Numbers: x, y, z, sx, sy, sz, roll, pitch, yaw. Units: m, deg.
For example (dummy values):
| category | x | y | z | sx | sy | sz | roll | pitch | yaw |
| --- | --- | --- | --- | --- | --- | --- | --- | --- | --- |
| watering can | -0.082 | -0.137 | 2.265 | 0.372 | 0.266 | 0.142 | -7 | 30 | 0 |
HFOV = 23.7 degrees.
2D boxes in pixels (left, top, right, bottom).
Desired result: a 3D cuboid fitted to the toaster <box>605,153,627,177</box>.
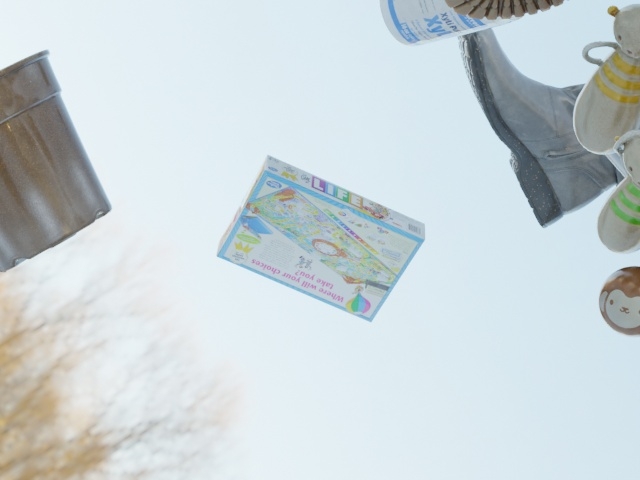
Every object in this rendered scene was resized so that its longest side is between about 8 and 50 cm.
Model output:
| category | x | y | z | sx | sy | sz | roll | pitch | yaw |
| --- | --- | --- | --- | --- | --- | --- | --- | --- | --- |
| toaster | 0.367 | -0.133 | 1.471 | 0.110 | 0.168 | 0.185 | 41 | -19 | -26 |

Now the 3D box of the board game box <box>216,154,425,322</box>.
| category | x | y | z | sx | sy | sz | roll | pitch | yaw |
| --- | --- | --- | --- | --- | --- | --- | --- | --- | --- |
| board game box | 0.000 | 0.000 | 1.329 | 0.154 | 0.026 | 0.103 | 24 | -58 | -12 |

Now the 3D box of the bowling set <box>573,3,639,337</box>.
| category | x | y | z | sx | sy | sz | roll | pitch | yaw |
| --- | --- | --- | --- | --- | --- | --- | --- | --- | --- |
| bowling set | 0.294 | -0.023 | 1.127 | 0.287 | 0.200 | 0.154 | 26 | -33 | 10 |

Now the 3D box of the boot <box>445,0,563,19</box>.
| category | x | y | z | sx | sy | sz | roll | pitch | yaw |
| --- | --- | --- | --- | --- | --- | --- | --- | --- | --- |
| boot | 0.133 | -0.186 | 0.850 | 0.059 | 0.158 | 0.085 | 45 | 22 | -43 |

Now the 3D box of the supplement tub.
| category | x | y | z | sx | sy | sz | roll | pitch | yaw |
| --- | --- | --- | --- | --- | --- | --- | --- | --- | --- |
| supplement tub | 0.108 | -0.200 | 1.231 | 0.107 | 0.071 | 0.071 | -9 | -66 | 40 |

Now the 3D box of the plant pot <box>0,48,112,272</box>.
| category | x | y | z | sx | sy | sz | roll | pitch | yaw |
| --- | --- | --- | --- | --- | --- | --- | --- | --- | --- |
| plant pot | -0.289 | -0.070 | 1.444 | 0.165 | 0.167 | 0.167 | 60 | -21 | -8 |

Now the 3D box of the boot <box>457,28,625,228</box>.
| category | x | y | z | sx | sy | sz | roll | pitch | yaw |
| --- | --- | --- | --- | --- | --- | --- | --- | --- | --- |
| boot | 0.340 | -0.197 | 2.108 | 0.338 | 0.222 | 0.118 | 59 | 10 | -29 |
